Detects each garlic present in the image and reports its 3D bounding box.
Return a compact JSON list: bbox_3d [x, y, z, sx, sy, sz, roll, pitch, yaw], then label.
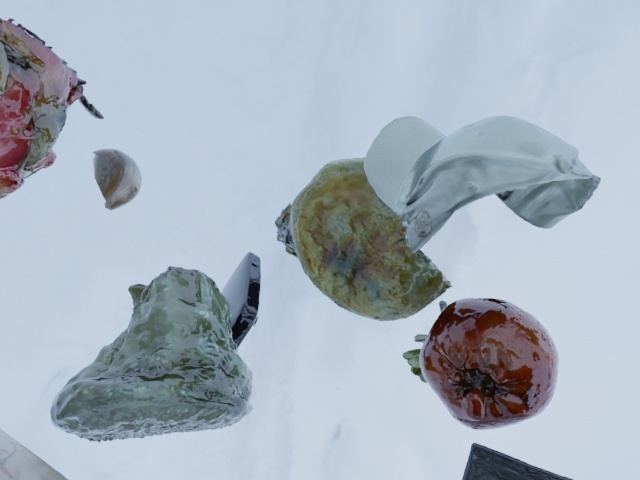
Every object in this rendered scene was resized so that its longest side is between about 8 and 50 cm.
[{"bbox_3d":[-0.496,-0.164,1.082,0.102,0.195,0.087,-23,150,-15],"label":"garlic"}]

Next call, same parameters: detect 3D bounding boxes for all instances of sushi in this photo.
[{"bbox_3d":[0.002,0.013,1.175,0.274,0.184,0.139,36,83,-7],"label":"sushi"}]

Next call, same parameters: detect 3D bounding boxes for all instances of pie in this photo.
[{"bbox_3d":[0.089,0.004,0.823,0.338,0.075,0.337,6,114,13],"label":"pie"}]

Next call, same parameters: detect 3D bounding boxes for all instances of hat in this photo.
[{"bbox_3d":[0.208,-0.120,0.626,0.258,0.301,0.167,-8,132,-25],"label":"hat"}]

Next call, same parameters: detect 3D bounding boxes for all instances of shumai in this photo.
[{"bbox_3d":[-0.308,0.223,0.897,0.324,0.323,0.397,-13,154,18],"label":"shumai"}]

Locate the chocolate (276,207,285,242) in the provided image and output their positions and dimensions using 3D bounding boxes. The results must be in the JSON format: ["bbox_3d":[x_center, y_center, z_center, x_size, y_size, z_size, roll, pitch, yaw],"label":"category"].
[{"bbox_3d":[0.005,-0.001,1.571,0.344,0.148,0.126,19,130,3],"label":"chocolate"}]

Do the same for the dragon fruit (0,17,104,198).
[{"bbox_3d":[-0.470,-0.140,0.530,0.315,0.296,0.262,17,84,-16],"label":"dragon fruit"}]

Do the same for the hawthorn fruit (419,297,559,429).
[{"bbox_3d":[0.290,0.202,0.759,0.212,0.299,0.211,-4,80,27],"label":"hawthorn fruit"}]

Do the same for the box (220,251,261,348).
[{"bbox_3d":[-0.245,0.203,1.197,0.073,0.290,0.288,27,113,-20],"label":"box"}]

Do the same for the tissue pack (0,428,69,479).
[{"bbox_3d":[-0.276,0.214,0.341,0.326,0.170,0.071,19,72,22],"label":"tissue pack"}]

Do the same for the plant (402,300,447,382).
[{"bbox_3d":[0.472,0.371,1.563,0.261,0.306,0.297,44,145,21],"label":"plant"}]

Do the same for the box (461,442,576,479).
[{"bbox_3d":[0.303,0.367,0.419,0.251,0.345,0.204,41,64,-46],"label":"box"}]
